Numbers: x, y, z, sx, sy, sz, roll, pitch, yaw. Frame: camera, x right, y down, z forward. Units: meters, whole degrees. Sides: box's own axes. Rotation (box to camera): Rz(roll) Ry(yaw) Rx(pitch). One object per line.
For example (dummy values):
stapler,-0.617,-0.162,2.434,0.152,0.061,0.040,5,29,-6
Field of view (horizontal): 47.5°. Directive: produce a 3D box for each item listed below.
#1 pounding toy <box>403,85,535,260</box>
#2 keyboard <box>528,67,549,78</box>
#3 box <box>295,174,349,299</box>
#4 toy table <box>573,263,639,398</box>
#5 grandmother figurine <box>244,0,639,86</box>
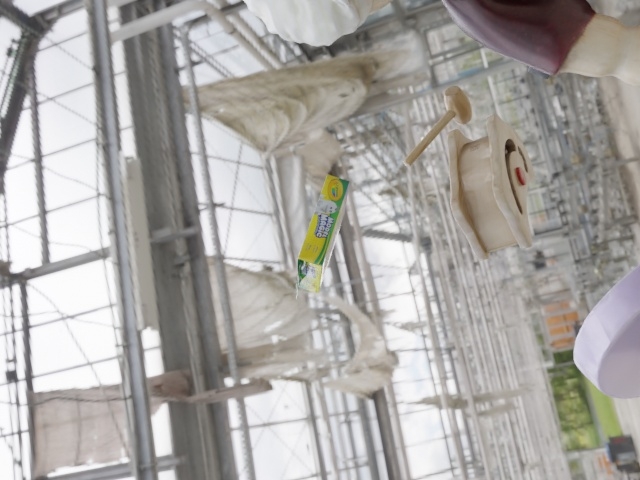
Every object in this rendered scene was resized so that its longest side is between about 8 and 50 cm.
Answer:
pounding toy,0.227,-0.090,1.093,0.154,0.154,0.270,41,-139,-41
keyboard,0.175,-0.197,0.488,0.180,0.023,0.108,97,-167,-48
box,0.000,0.000,1.126,0.105,0.043,0.179,96,-167,-63
toy table,0.343,0.092,0.551,0.161,0.274,0.252,52,145,41
grandmother figurine,0.121,-0.168,0.365,0.104,0.342,0.208,74,-175,-66
